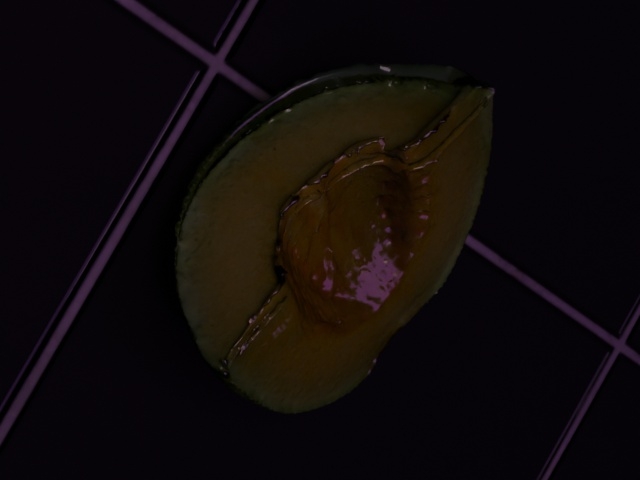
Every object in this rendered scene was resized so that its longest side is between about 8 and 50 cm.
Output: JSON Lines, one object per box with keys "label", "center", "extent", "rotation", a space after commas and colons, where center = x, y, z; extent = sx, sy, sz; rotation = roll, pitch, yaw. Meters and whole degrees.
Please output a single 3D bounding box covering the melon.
{"label": "melon", "center": [0.000, 0.000, 1.047], "extent": [0.265, 0.129, 0.169], "rotation": [-48, 149, -16]}
